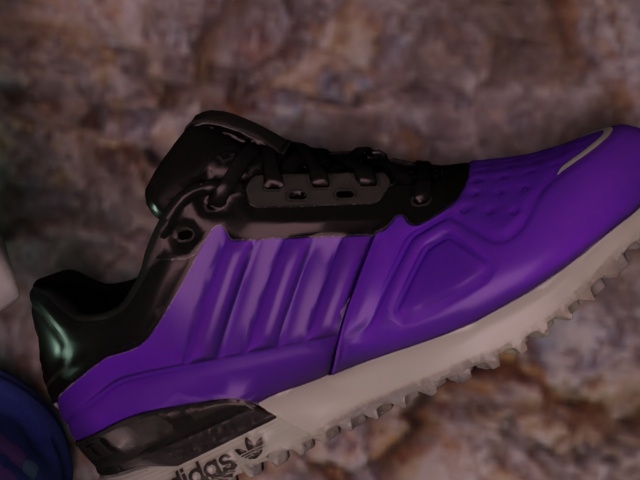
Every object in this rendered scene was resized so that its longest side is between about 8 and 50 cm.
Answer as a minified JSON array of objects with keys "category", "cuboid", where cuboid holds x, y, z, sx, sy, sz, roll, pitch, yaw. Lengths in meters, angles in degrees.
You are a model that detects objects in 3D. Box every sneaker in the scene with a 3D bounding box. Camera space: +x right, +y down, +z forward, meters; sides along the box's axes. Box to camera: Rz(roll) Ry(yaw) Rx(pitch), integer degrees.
[{"category":"sneaker","cuboid":[0.000,0.000,0.631,0.293,0.102,0.146,-28,95,10]}]

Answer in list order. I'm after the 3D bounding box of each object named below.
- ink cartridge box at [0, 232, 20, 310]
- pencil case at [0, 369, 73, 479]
[{"category":"ink cartridge box","cuboid":[-0.361,-0.011,0.567,0.395,0.166,0.285,-30,102,-9]},{"category":"pencil case","cuboid":[-0.187,0.152,0.573,0.133,0.306,0.119,23,109,-6]}]
